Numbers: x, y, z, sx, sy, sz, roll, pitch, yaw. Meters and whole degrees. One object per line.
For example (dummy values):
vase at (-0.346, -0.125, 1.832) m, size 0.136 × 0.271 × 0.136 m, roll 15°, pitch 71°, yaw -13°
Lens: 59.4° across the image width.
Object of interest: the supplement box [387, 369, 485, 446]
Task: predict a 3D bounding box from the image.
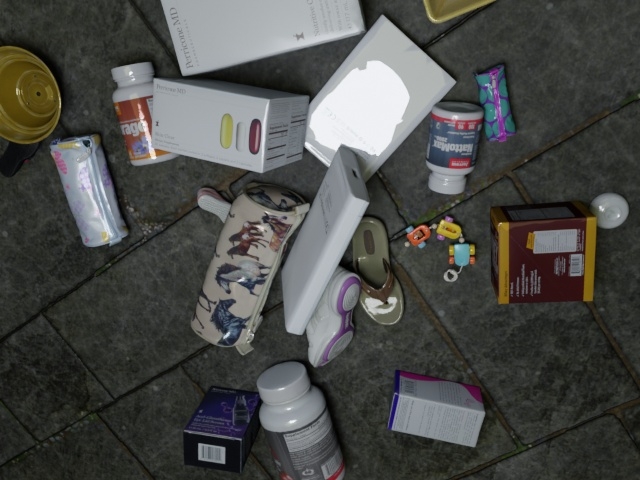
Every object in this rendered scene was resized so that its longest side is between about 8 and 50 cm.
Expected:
supplement box at (0.287, 0.420, 1.410) m, size 0.220 × 0.111 × 0.113 m, roll 10°, pitch 110°, yaw 6°

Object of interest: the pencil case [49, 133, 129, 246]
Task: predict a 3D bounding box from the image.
pencil case at (-0.553, -0.122, 1.358) m, size 0.124 × 0.113 × 0.273 m, roll 2°, pitch 111°, yaw 32°

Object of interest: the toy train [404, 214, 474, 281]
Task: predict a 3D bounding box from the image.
toy train at (0.282, 0.008, 1.309) m, size 0.125 × 0.046 × 0.166 m, roll -41°, pitch 95°, yaw 20°

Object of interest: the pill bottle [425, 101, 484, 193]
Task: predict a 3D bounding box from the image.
pill bottle at (0.282, -0.196, 1.200) m, size 0.108 × 0.108 × 0.180 m, roll 5°, pitch 118°, yaw 7°

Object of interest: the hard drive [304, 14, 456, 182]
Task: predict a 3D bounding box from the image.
hard drive at (0.108, -0.293, 1.234) m, size 0.210 × 0.040 × 0.318 m, roll 40°, pitch 110°, yaw -6°

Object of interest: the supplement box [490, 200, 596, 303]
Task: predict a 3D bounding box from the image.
supplement box at (0.482, 0.027, 1.236) m, size 0.194 × 0.129 × 0.191 m, roll -3°, pitch 108°, yaw 10°

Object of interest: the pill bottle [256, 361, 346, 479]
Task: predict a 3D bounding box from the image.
pill bottle at (-0.056, 0.484, 1.451) m, size 0.176 × 0.176 × 0.318 m, roll -13°, pitch 106°, yaw 13°

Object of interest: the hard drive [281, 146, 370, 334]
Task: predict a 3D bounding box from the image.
hard drive at (0.000, 0.000, 1.225) m, size 0.047 × 0.233 × 0.353 m, roll 17°, pitch 120°, yaw -17°

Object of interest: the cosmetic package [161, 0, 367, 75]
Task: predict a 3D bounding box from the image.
cosmetic package at (-0.115, -0.484, 1.144) m, size 0.385 × 0.156 × 0.217 m, roll -12°, pitch 108°, yaw 12°

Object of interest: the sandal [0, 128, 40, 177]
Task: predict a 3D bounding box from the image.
sandal at (-0.748, -0.222, 1.401) m, size 0.179 × 0.040 × 0.067 m, roll -32°, pitch 96°, yaw 32°

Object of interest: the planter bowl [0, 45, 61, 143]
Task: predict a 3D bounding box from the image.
planter bowl at (-0.685, -0.342, 1.317) m, size 0.217 × 0.090 × 0.217 m, roll 3°, pitch 109°, yaw 9°

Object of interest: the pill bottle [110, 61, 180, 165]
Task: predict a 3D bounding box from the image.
pill bottle at (-0.399, -0.287, 1.275) m, size 0.121 × 0.121 × 0.216 m, roll -8°, pitch 107°, yaw 12°

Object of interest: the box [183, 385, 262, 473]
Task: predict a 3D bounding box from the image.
box at (-0.250, 0.489, 1.468) m, size 0.153 × 0.207 × 0.108 m, roll 5°, pitch 109°, yaw 6°

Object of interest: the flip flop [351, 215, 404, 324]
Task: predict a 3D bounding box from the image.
flip flop at (0.131, 0.080, 1.335) m, size 0.112 × 0.080 × 0.277 m, roll -7°, pitch 107°, yaw 11°

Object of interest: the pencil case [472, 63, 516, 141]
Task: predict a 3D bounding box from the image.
pencil case at (0.367, -0.287, 1.179) m, size 0.065 × 0.070 × 0.151 m, roll -13°, pitch 107°, yaw 13°

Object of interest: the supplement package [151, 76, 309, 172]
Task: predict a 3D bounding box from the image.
supplement package at (-0.187, -0.252, 1.183) m, size 0.262 × 0.204 × 0.145 m, roll 14°, pitch 110°, yaw 17°

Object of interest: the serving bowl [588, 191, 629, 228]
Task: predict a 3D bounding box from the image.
serving bowl at (0.637, -0.063, 1.235) m, size 0.083 × 0.027 × 0.083 m, roll 3°, pitch 110°, yaw 9°

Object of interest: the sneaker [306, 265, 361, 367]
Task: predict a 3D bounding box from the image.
sneaker at (0.011, 0.177, 1.390) m, size 0.152 × 0.114 × 0.305 m, roll 34°, pitch 126°, yaw 33°

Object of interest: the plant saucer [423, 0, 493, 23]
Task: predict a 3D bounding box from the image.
plant saucer at (0.318, -0.633, 1.065) m, size 0.333 × 0.081 × 0.332 m, roll -18°, pitch 104°, yaw 14°

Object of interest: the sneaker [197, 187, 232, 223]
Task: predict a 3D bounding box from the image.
sneaker at (-0.243, -0.085, 1.362) m, size 0.134 × 0.070 × 0.051 m, roll 33°, pitch 104°, yaw -34°

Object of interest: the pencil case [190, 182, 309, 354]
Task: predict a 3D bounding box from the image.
pencil case at (-0.167, 0.060, 1.332) m, size 0.184 × 0.160 × 0.410 m, roll 29°, pitch 111°, yaw 15°
